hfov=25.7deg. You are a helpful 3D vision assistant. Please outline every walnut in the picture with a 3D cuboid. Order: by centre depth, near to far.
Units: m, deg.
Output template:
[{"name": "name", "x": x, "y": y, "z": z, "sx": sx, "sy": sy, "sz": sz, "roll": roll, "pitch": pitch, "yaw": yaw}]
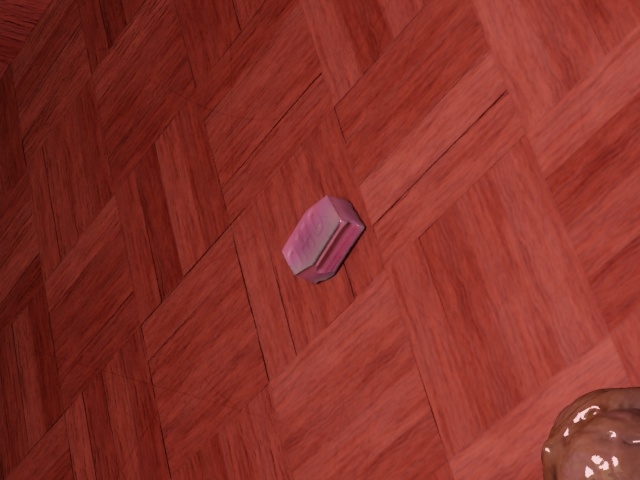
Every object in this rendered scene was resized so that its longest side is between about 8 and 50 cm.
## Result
[{"name": "walnut", "x": 0.352, "y": 0.257, "z": 1.558, "sx": 0.224, "sy": 0.224, "sz": 0.224, "roll": -21, "pitch": 64, "yaw": 50}]

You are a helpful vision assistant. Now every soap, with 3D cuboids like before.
[{"name": "soap", "x": 0.000, "y": 0.000, "z": 2.257, "sx": 0.149, "sy": 0.056, "sz": 0.100, "roll": -57, "pitch": 38, "yaw": 26}]
